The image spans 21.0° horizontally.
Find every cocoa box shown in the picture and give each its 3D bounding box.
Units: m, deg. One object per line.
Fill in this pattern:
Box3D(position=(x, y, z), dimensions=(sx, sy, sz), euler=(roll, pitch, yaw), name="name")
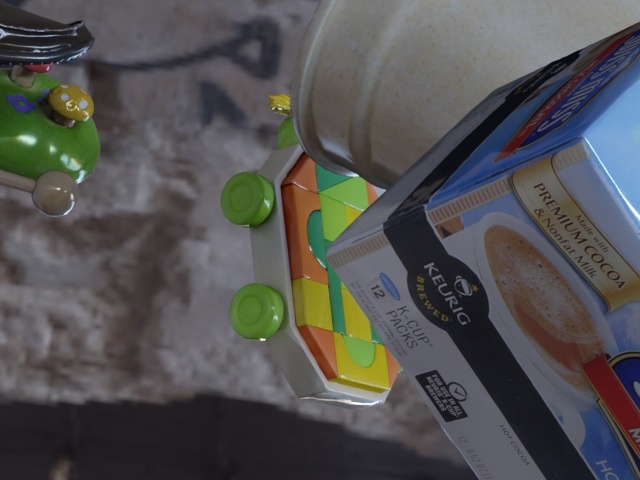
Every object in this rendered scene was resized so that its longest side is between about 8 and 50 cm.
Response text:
Box3D(position=(0.224, 0.058, 1.086), dimensions=(0.228, 0.347, 0.231), euler=(-24, -167, 47), name="cocoa box")

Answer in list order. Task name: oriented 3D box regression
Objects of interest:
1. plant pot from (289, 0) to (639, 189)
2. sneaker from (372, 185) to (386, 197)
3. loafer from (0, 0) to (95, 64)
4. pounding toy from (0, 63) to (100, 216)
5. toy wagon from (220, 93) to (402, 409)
Box3D(position=(0.198, -0.107, 1.446), dimensions=(0.305, 0.334, 0.333), euler=(43, -39, 29), name="plant pot")
Box3D(position=(0.095, 0.021, 2.146), dimensions=(0.270, 0.090, 0.145), euler=(68, 21, 5), name="sneaker")
Box3D(position=(-0.342, -0.222, 1.798), dimensions=(0.080, 0.220, 0.078), euler=(-165, -108, -67), name="loafer")
Box3D(position=(-0.325, -0.147, 1.971), dimensions=(0.110, 0.183, 0.237), euler=(-57, -166, 31), name="pounding toy")
Box3D(position=(0.000, 0.000, 1.806), dimensions=(0.267, 0.068, 0.344), euler=(20, 59, -54), name="toy wagon")
